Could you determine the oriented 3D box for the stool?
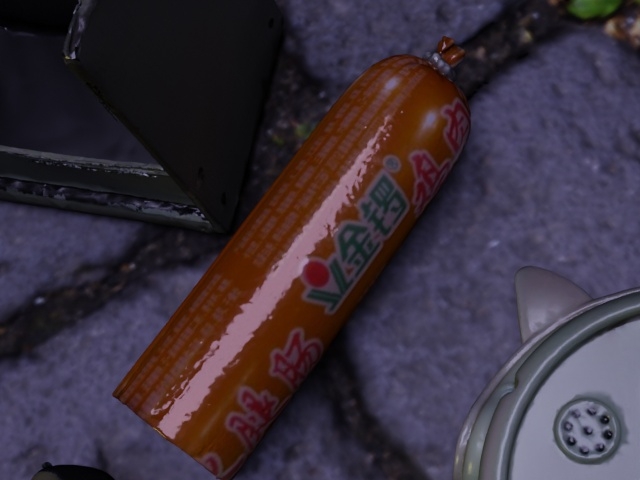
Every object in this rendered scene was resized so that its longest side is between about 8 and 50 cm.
[{"bbox_3d":[-0.183,-0.136,0.689,0.243,0.270,0.170,8,75,16],"label":"stool"}]

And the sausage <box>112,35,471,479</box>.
[{"bbox_3d":[0.000,0.000,0.700,0.093,0.093,0.312,34,82,20],"label":"sausage"}]

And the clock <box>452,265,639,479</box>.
[{"bbox_3d":[0.201,0.149,0.597,0.265,0.108,0.324,-13,69,9],"label":"clock"}]

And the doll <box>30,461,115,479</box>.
[{"bbox_3d":[-0.138,0.213,0.669,0.088,0.102,0.179,-8,58,-36],"label":"doll"}]
